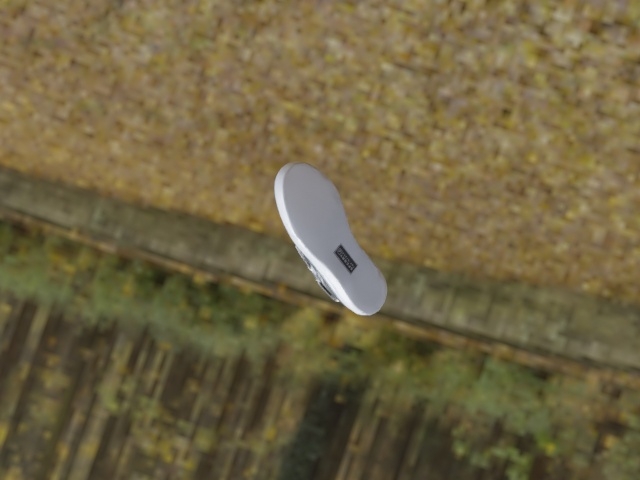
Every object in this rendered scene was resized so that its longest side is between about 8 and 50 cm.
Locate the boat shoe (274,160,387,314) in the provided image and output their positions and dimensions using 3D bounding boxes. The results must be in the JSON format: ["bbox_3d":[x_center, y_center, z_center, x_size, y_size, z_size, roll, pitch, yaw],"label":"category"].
[{"bbox_3d":[0.000,0.000,1.256,0.040,0.049,0.142,12,141,51],"label":"boat shoe"}]
